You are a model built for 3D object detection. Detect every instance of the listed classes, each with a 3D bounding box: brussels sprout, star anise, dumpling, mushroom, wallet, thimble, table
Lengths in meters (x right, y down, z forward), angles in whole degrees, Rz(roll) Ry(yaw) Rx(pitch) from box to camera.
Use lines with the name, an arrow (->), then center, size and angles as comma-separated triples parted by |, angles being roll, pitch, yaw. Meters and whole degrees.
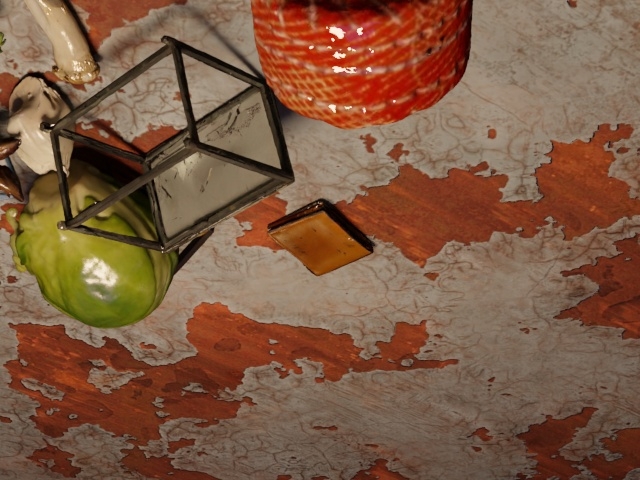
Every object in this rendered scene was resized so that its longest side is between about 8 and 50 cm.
brussels sprout -> -0.441, 0.018, 2.155 | 0.315, 0.276, 0.371 | 20, 147, 26
star anise -> -0.651, -0.164, 2.032 | 0.272, 0.102, 0.272 | 7, 112, 17
dumpling -> -0.532, -0.208, 2.019 | 0.136, 0.118, 0.199 | -8, 105, 25
mushroom -> -0.456, -0.363, 1.869 | 0.084, 0.071, 0.209 | 18, 146, 32
wallet -> 0.001, -0.003, 2.305 | 0.161, 0.042, 0.195 | -22, 137, 32
thimble -> 0.066, -0.357, 1.658 | 0.350, 0.350, 0.230 | -3, 140, 5
table -> -0.276, -0.158, 1.924 | 0.335, 0.222, 0.272 | -29, 154, 30

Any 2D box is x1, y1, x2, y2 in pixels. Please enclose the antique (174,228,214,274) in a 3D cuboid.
antique -> -0.282, 0.020, 2.343 | 0.015, 0.031, 0.192 | 24, 135, -24

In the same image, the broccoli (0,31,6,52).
broccoli -> -0.673, -0.282, 1.808 | 0.248, 0.245, 0.288 | -24, 175, -44

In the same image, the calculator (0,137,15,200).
calculator -> -0.678, -0.147, 2.149 | 0.121, 0.039, 0.210 | 0, 140, 3

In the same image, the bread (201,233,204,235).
bread -> -0.224, -0.095, 2.172 | 0.093, 0.074, 0.239 | 9, 143, -34
